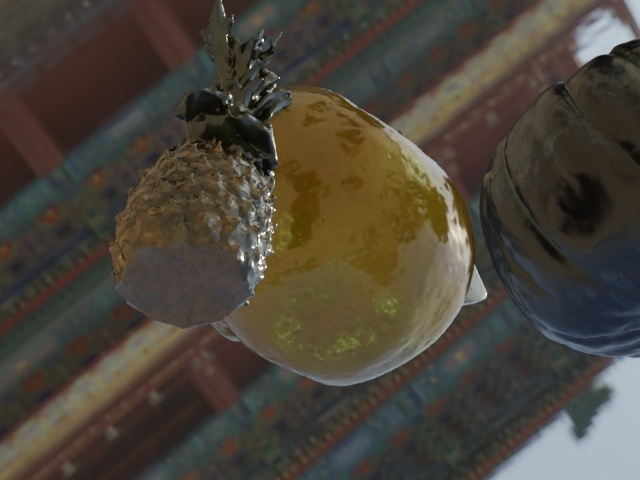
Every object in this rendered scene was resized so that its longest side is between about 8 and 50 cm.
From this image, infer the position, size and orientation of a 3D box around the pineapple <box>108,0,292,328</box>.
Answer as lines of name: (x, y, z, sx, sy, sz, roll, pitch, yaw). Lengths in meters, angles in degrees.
pineapple: (-0.077, -0.057, 1.306, 0.125, 0.125, 0.251, -18, -137, 31)

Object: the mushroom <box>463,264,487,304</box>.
mushroom: (0.104, 0.023, 2.173, 0.212, 0.088, 0.097, 25, -127, 21)

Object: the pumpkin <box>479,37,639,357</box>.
pumpkin: (0.349, -0.040, 1.920, 0.363, 0.363, 0.266, -33, -126, 4)

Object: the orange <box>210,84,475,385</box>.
orange: (0.000, 0.000, 1.577, 0.235, 0.279, 0.279, -51, -153, 1)
